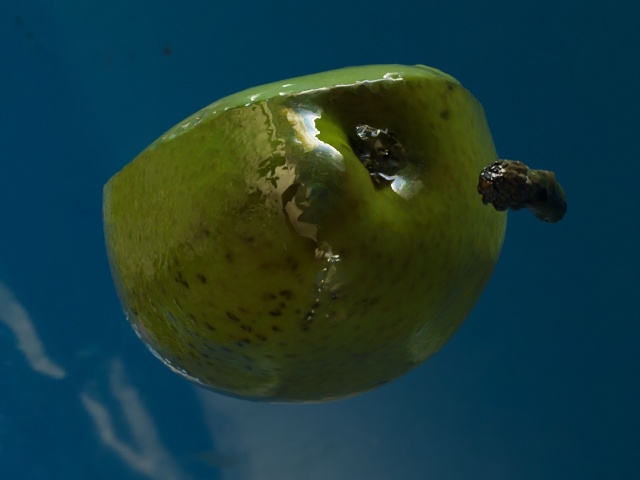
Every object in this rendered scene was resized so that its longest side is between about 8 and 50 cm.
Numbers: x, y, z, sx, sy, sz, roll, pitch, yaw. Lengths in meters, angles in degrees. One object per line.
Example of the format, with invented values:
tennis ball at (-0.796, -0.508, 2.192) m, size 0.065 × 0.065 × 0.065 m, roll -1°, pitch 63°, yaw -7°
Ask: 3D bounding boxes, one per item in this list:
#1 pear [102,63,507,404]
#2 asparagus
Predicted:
pear at (0.000, 0.000, 1.047) m, size 0.342 × 0.318 × 0.239 m, roll -13°, pitch -100°, yaw -4°
asparagus at (0.134, -0.033, 0.889) m, size 0.030 × 0.165 × 0.036 m, roll 27°, pitch -80°, yaw 22°
